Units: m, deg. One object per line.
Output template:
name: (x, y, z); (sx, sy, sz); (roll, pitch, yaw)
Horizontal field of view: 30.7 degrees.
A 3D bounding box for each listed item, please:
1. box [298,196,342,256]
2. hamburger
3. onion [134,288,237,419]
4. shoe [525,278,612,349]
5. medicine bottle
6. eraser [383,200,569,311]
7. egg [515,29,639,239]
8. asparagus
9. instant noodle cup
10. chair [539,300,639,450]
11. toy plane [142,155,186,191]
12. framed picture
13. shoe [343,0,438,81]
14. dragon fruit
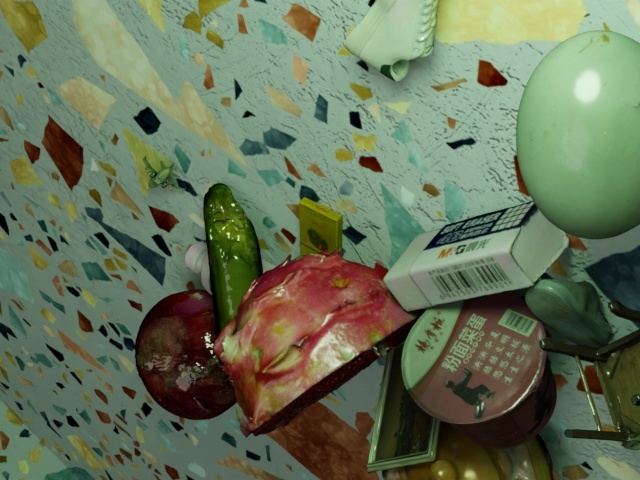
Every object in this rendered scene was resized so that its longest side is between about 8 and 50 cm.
box: (0.000, 0.000, 2.106); (0.087, 0.023, 0.155); (30, 141, 28)
hamburger: (0.241, 0.431, 2.028); (0.276, 0.237, 0.276); (17, 112, 50)
onion: (-0.258, 0.232, 2.397); (0.276, 0.276, 0.276); (27, 139, 26)
shoe: (0.380, 0.096, 1.758); (0.079, 0.078, 0.195); (-3, 145, 43)
medicine bottle: (-0.168, 0.071, 2.294); (0.219, 0.078, 0.115); (26, 129, 27)
eraser: (0.234, 0.027, 1.802); (0.287, 0.130, 0.086); (-17, 114, 50)
egg: (0.349, -0.129, 1.471); (0.203, 0.203, 0.282); (22, 134, 32)
asparagus: (-0.155, 0.082, 2.170); (0.128, 0.108, 0.381); (-108, 11, -85)
instant noodle cup: (0.265, 0.216, 1.849); (0.235, 0.234, 0.178); (18, 158, 35)
chair: (0.489, 0.217, 1.697); (0.160, 0.319, 0.186); (-37, 51, 38)
toy plane: (-0.318, -0.124, 2.303); (0.102, 0.040, 0.111); (43, 143, -12)
framed picture: (0.154, 0.273, 2.032); (0.014, 0.252, 0.197); (24, 153, -25)
shoe: (0.131, -0.317, 1.626); (0.110, 0.095, 0.265); (44, 150, -3)
dragon fruit: (-0.021, 0.158, 1.996); (0.249, 0.386, 0.371); (54, 147, 11)
